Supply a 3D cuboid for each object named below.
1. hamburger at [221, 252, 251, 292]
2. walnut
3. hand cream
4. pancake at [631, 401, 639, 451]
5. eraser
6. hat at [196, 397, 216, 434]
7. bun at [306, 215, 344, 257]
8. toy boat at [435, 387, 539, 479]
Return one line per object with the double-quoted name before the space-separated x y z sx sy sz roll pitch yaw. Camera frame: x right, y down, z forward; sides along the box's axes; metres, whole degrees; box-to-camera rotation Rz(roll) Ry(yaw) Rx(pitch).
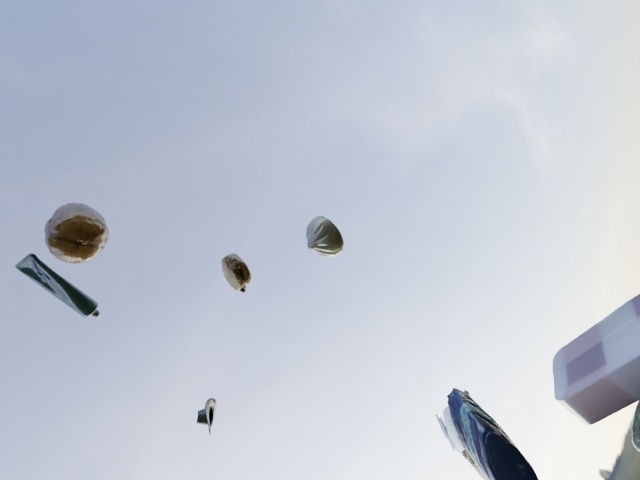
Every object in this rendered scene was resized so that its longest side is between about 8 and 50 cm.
"hamburger" -0.337 0.129 1.691 0.083 0.138 0.147 -27 -41 -26
"walnut" -0.593 -0.017 1.029 0.144 0.180 0.144 -14 -58 -23
"hand cream" -0.655 0.122 1.069 0.224 0.083 0.048 48 -151 -26
"pancake" 0.504 0.271 0.639 0.108 0.017 0.108 21 -90 -77
"eraser" 0.202 0.070 0.274 0.105 0.026 0.065 -54 -11 31
"hat" -0.359 0.552 1.319 0.121 0.050 0.121 179 90 -87
"bun" 0.000 0.000 1.305 0.094 0.138 0.138 -35 -61 -23
"toy boat" 0.267 0.351 0.731 0.067 0.291 0.220 -29 -102 -7
